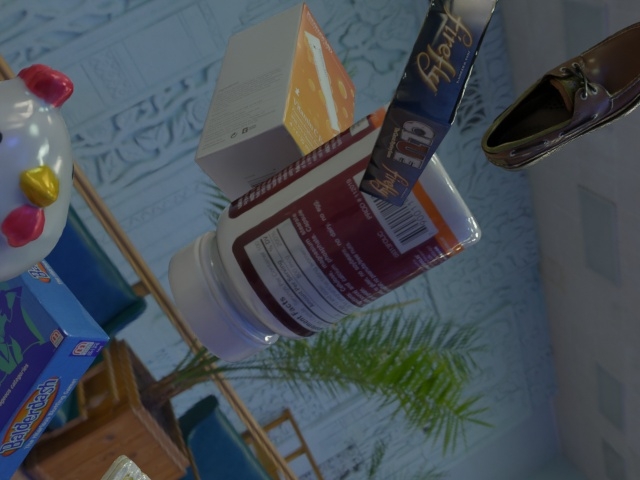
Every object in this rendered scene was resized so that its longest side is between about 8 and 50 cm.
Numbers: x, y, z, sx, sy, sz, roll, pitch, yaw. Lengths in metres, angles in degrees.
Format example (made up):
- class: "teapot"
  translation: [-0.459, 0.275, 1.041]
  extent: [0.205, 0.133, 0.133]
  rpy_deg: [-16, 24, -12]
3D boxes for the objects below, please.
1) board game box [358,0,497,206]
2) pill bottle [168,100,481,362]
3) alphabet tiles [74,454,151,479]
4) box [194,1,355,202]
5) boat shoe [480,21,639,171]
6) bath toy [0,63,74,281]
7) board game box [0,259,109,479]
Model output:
- class: "board game box"
  translation: [0.101, -0.164, 0.494]
  extent: [0.042, 0.243, 0.165]
  rpy_deg: [22, -15, 2]
- class: "pill bottle"
  translation: [0.000, 0.000, 0.879]
  extent: [0.224, 0.392, 0.224]
  rpy_deg: [54, 15, -21]
- class: "alphabet tiles"
  translation: [-0.327, 0.427, 0.828]
  extent: [0.021, 0.284, 0.278]
  rpy_deg: [24, -31, 17]
- class: "box"
  translation: [-0.062, -0.212, 1.107]
  extent: [0.215, 0.168, 0.345]
  rpy_deg: [51, 32, -41]
- class: "boat shoe"
  translation: [0.381, -0.212, 0.942]
  extent: [0.104, 0.307, 0.111]
  rpy_deg: [10, 43, -58]
- class: "bath toy"
  translation: [-0.222, -0.052, 0.214]
  extent: [0.151, 0.129, 0.348]
  rpy_deg: [52, 15, 24]
- class: "board game box"
  translation: [-0.290, 0.075, 0.530]
  extent: [0.210, 0.160, 0.047]
  rpy_deg: [40, 8, 27]
